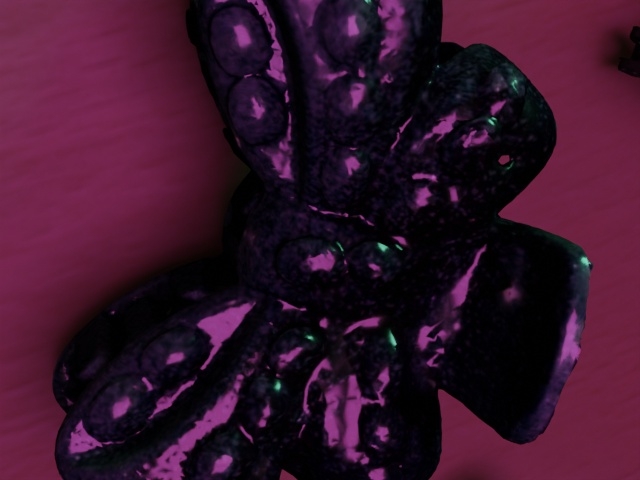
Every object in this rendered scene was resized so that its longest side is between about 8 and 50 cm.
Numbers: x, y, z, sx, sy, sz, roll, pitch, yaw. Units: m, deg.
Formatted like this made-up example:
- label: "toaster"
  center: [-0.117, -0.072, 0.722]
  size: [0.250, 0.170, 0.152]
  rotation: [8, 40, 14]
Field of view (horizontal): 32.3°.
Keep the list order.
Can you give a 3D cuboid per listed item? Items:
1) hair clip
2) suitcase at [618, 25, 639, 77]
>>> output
- label: "hair clip"
  center: [0.004, 0.005, 0.533]
  size: [0.206, 0.194, 0.310]
  rotation: [16, 100, -17]
- label: "suitcase"
  center: [0.346, -0.129, 0.649]
  size: [0.312, 0.128, 0.202]
  rotation: [15, 99, -24]
